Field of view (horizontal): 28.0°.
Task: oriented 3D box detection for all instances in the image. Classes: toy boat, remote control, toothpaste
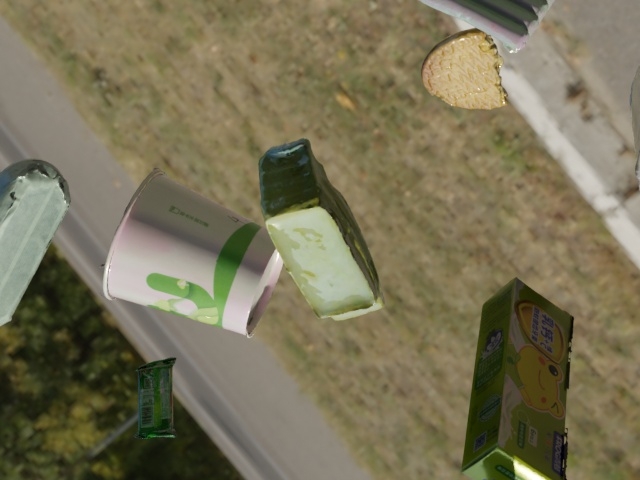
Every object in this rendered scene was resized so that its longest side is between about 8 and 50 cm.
[{"bbox_3d":[-0.001,0.002,1.726,0.084,0.111,0.276,-74,-36,-59],"label":"toy boat"},{"bbox_3d":[-0.405,0.010,1.656,0.104,0.247,0.052,21,-170,-42],"label":"remote control"},{"bbox_3d":[0.264,0.197,1.697,0.110,0.327,0.077,32,129,-14],"label":"toothpaste"}]

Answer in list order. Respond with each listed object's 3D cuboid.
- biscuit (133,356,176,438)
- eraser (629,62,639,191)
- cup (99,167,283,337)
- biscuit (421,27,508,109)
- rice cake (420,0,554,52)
[{"bbox_3d":[-0.173,0.167,1.350,0.016,0.046,0.089,57,-154,-62],"label":"biscuit"},{"bbox_3d":[0.529,-0.182,1.979,0.270,0.095,0.174,-72,-11,-61],"label":"eraser"},{"bbox_3d":[-0.215,0.034,2.270,0.274,0.253,0.253,21,163,6],"label":"cup"},{"bbox_3d":[0.249,-0.294,2.241,0.224,0.145,0.033,54,-150,-55],"label":"biscuit"},{"bbox_3d":[0.286,-0.419,2.130,0.198,0.189,0.037,33,159,1],"label":"rice cake"}]
